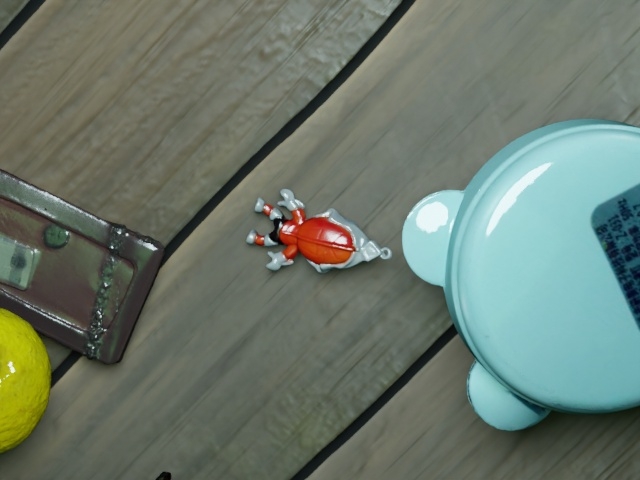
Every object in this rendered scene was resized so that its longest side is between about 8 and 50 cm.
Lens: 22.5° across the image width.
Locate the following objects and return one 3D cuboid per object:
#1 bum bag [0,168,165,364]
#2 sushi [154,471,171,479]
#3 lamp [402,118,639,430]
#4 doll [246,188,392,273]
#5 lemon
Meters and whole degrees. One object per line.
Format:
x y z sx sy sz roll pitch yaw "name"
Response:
-0.207 0.019 1.247 0.159 0.026 0.109 27 105 3 "bum bag"
-0.138 0.318 1.227 0.348 0.207 0.234 15 112 3 "sushi"
0.217 0.008 1.145 0.284 0.147 0.209 -22 104 18 "lamp"
0.000 0.000 1.217 0.114 0.039 0.057 14 73 14 "doll"
-0.259 0.109 1.227 0.109 0.109 0.133 21 139 -1 "lemon"
